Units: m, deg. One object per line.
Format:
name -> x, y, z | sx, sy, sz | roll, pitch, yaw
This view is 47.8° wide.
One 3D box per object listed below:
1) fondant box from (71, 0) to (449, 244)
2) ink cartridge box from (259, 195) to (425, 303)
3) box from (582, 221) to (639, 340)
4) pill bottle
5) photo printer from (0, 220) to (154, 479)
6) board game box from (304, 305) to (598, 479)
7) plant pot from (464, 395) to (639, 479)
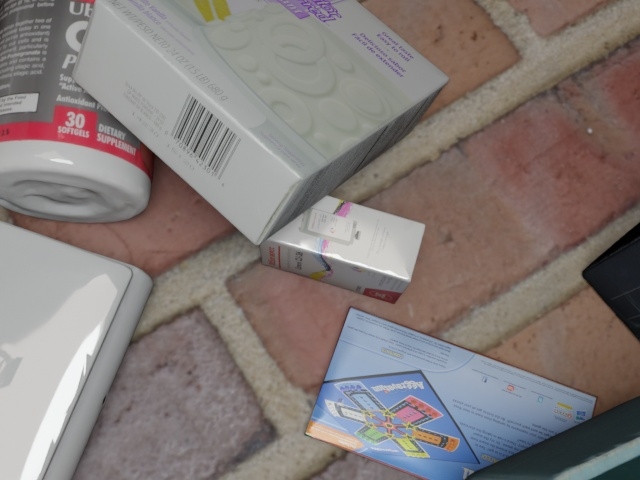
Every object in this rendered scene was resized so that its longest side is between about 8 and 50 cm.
fondant box -> -0.041, -0.166, 0.734 | 0.238, 0.096, 0.330 | 42, 39, 7
ink cartridge box -> 0.000, 0.000, 0.765 | 0.198, 0.115, 0.067 | 17, 74, 3
box -> 0.553, 0.071, 0.586 | 0.297, 0.480, 0.472 | -37, 78, -11
pill bottle -> -0.258, -0.192, 0.776 | 0.176, 0.176, 0.318 | 2, 73, -3
photo printer -> -0.340, 0.135, 0.708 | 0.256, 0.107, 0.307 | 19, 73, 3
board game box -> 0.139, 0.185, 0.763 | 0.281, 0.027, 0.145 | 20, 72, 3
plant pot -> 0.257, 0.262, 0.598 | 0.247, 0.252, 0.248 | -17, 83, -20
